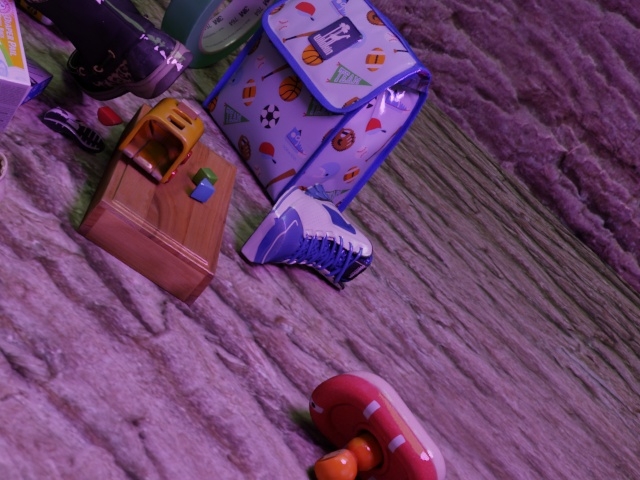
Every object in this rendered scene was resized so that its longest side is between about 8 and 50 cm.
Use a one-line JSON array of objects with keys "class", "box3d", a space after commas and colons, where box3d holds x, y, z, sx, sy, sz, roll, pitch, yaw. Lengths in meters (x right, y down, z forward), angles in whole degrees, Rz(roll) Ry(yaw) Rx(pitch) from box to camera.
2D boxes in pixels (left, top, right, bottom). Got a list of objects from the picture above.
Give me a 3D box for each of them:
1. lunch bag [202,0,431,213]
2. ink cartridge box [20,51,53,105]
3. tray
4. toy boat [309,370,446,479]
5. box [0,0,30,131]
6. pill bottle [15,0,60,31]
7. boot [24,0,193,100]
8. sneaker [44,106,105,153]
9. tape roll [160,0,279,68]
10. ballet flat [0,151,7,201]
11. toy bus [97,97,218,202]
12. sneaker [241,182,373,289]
[{"class": "lunch bag", "box3d": [0.000, -0.289, 2.409, 0.239, 0.385, 0.328, 11, 37, -53]}, {"class": "ink cartridge box", "box3d": [-0.540, -0.306, 2.001, 0.207, 0.046, 0.097, 39, 20, -4]}, {"class": "tray", "box3d": [-0.249, -0.072, 1.999, 0.203, 0.076, 0.411, 35, 23, -15]}, {"class": "toy boat", "box3d": [0.056, 0.299, 1.742, 0.151, 0.151, 0.231, -21, 59, -33]}, {"class": "box", "box3d": [-0.515, -0.278, 1.845, 0.114, 0.103, 0.203, 10, 45, -36]}, {"class": "pill bottle", "box3d": [-0.507, -0.472, 2.277, 0.208, 0.119, 0.119, 39, 21, -4]}, {"class": "boot", "box3d": [-0.388, -0.360, 2.007, 0.284, 0.138, 0.377, 44, -12, -28]}, {"class": "sneaker", "box3d": [-0.394, -0.183, 2.014, 0.109, 0.040, 0.044, 36, 20, -14]}, {"class": "tape roll", "box3d": [-0.190, -0.503, 2.589, 0.077, 0.321, 0.321, 46, 22, 10]}, {"class": "ballet flat", "box3d": [-0.478, -0.070, 1.597, 0.086, 0.086, 0.248, 41, 22, 1]}, {"class": "toy bus", "box3d": [-0.238, -0.174, 1.973, 0.191, 0.104, 0.202, 15, 33, -48]}, {"class": "sneaker", "box3d": [0.000, 0.000, 2.202, 0.182, 0.127, 0.315, 42, 20, 8]}]
